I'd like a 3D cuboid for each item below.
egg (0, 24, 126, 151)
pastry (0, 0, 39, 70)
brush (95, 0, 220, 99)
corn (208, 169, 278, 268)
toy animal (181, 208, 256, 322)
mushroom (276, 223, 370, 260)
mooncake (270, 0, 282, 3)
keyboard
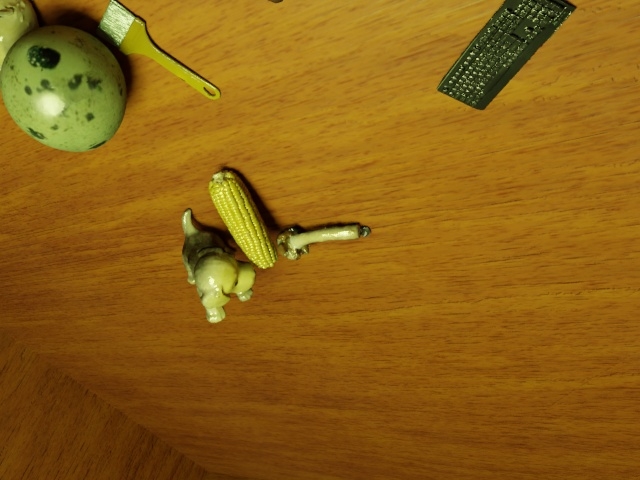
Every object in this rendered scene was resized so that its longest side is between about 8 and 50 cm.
[{"bbox_3d":[-0.384,-0.223,1.068,0.177,0.177,0.228,18,163,8],"label":"egg"},{"bbox_3d":[-0.512,-0.337,1.056,0.165,0.088,0.166,15,145,11],"label":"pastry"},{"bbox_3d":[-0.239,-0.275,1.054,0.205,0.011,0.083,34,144,-18],"label":"brush"},{"bbox_3d":[-0.138,-0.038,1.258,0.067,0.067,0.206,-5,126,35],"label":"corn"},{"bbox_3d":[-0.200,0.056,1.342,0.233,0.121,0.169,49,164,50],"label":"toy animal"},{"bbox_3d":[0.000,0.000,1.266,0.187,0.061,0.060,-8,165,32],"label":"mushroom"},{"bbox_3d":[0.000,-0.373,0.616,0.333,0.174,0.326,24,147,-21],"label":"mooncake"},{"bbox_3d":[0.218,-0.228,0.847,0.074,0.015,0.196,27,147,-8],"label":"keyboard"}]
